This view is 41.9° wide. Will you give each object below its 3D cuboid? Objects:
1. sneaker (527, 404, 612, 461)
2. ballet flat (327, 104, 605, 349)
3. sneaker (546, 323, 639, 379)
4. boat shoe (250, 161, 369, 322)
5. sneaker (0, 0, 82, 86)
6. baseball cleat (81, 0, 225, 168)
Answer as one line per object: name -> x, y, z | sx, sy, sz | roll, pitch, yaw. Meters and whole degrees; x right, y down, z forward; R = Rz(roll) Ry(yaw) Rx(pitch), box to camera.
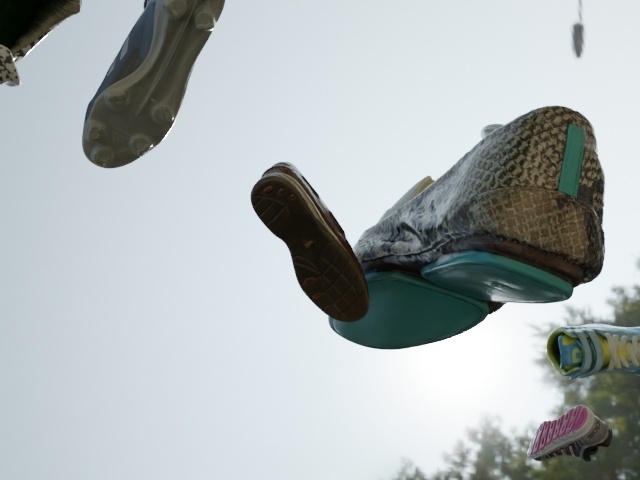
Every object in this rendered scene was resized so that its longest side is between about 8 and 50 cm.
sneaker -> 0.382, 0.309, 1.276 | 0.074, 0.170, 0.063 | 31, -127, -3
ballet flat -> 0.134, -0.004, 0.823 | 0.164, 0.483, 0.182 | 21, -107, -8
sneaker -> 0.616, 0.236, 1.735 | 0.208, 0.319, 0.127 | 0, -96, -39
boat shoe -> -0.001, 0.000, 0.811 | 0.178, 0.064, 0.060 | 58, -151, -21
sneaker -> -0.400, -0.182, 0.847 | 0.410, 0.182, 0.158 | -58, -30, -30
baseball cleat -> -0.144, -0.160, 0.736 | 0.072, 0.109, 0.206 | 29, -69, -27
